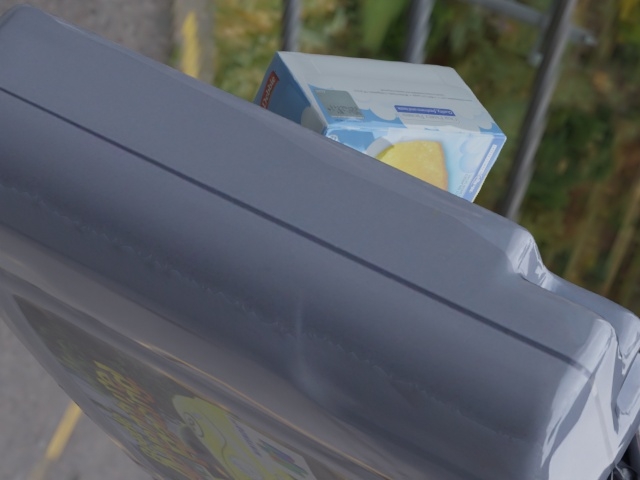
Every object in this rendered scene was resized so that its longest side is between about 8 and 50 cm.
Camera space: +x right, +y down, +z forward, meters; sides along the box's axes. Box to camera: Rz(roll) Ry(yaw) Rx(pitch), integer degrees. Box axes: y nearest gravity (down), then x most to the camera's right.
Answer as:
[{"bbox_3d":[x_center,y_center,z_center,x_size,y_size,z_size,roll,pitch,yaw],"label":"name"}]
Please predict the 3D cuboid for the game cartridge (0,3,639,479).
[{"bbox_3d":[0.005,0.054,0.519,0.060,0.196,0.294,-53,152,-15],"label":"game cartridge"}]

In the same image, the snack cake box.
[{"bbox_3d":[0.000,0.000,1.311,0.152,0.089,0.264,0,130,-34],"label":"snack cake box"}]
